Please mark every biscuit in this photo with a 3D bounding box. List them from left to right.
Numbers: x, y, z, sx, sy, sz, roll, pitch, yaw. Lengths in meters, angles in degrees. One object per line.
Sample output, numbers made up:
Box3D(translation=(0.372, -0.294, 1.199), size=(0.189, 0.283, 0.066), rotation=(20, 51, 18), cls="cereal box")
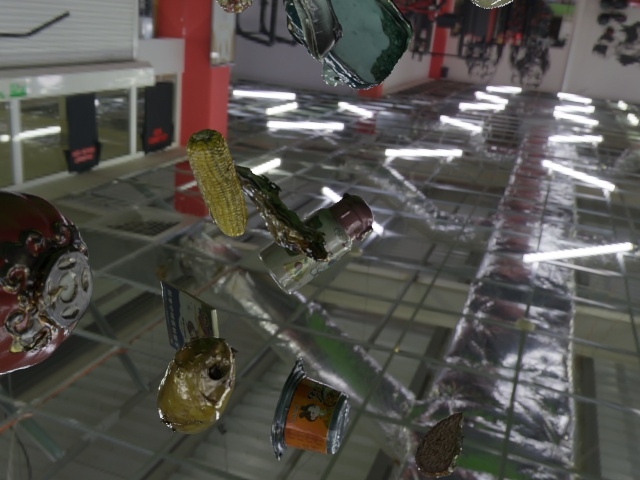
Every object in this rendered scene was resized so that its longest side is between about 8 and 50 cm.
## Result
Box3D(translation=(0.283, 0.493, 1.567), size=(0.126, 0.025, 0.206), rotation=(-28, -167, 31), cls="biscuit")

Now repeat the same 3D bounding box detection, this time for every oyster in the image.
Box3D(translation=(-0.086, -0.052, 1.249), size=(0.129, 0.078, 0.345), rotation=(38, -172, -49), cls="oyster")

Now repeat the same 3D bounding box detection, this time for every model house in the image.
Box3D(translation=(0.008, -0.426, 1.305), size=(0.253, 0.184, 0.291), rotation=(40, 171, -26), cls="model house")

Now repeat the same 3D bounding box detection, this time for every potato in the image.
Box3D(translation=(-0.300, 0.356, 1.601), size=(0.173, 0.300, 0.140), rotation=(34, -151, 11), cls="potato")

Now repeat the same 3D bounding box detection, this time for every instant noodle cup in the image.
Box3D(translation=(-0.011, 0.360, 1.345), size=(0.126, 0.208, 0.177), rotation=(12, -163, 16), cls="instant noodle cup")

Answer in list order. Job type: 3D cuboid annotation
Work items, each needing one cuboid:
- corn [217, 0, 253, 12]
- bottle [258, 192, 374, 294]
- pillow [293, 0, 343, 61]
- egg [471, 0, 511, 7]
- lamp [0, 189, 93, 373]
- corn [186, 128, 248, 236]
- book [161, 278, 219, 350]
Box3D(translation=(-0.194, -0.524, 1.210), size=(0.080, 0.079, 0.237), rotation=(16, 158, 27), cls="corn")
Box3D(translation=(0.000, 0.000, 1.411), size=(0.253, 0.120, 0.120), rotation=(-35, -156, 1), cls="bottle")
Box3D(translation=(-0.008, -0.353, 1.024), size=(0.091, 0.135, 0.055), rotation=(-40, -150, -28), cls="pillow")
Box3D(translation=(0.360, -0.595, 1.325), size=(0.186, 0.241, 0.186), rotation=(4, -169, -1), cls="egg")
Box3D(translation=(-0.393, 0.049, 0.807), size=(0.227, 0.226, 0.227), rotation=(5, -161, -2), cls="lamp")
Box3D(translation=(-0.171, -0.094, 1.105), size=(0.072, 0.203, 0.072), rotation=(-9, -141, 7), cls="corn")
Box3D(translation=(-0.375, 0.255, 1.896), size=(0.018, 0.228, 0.323), rotation=(-15, -160, -35), cls="book")
